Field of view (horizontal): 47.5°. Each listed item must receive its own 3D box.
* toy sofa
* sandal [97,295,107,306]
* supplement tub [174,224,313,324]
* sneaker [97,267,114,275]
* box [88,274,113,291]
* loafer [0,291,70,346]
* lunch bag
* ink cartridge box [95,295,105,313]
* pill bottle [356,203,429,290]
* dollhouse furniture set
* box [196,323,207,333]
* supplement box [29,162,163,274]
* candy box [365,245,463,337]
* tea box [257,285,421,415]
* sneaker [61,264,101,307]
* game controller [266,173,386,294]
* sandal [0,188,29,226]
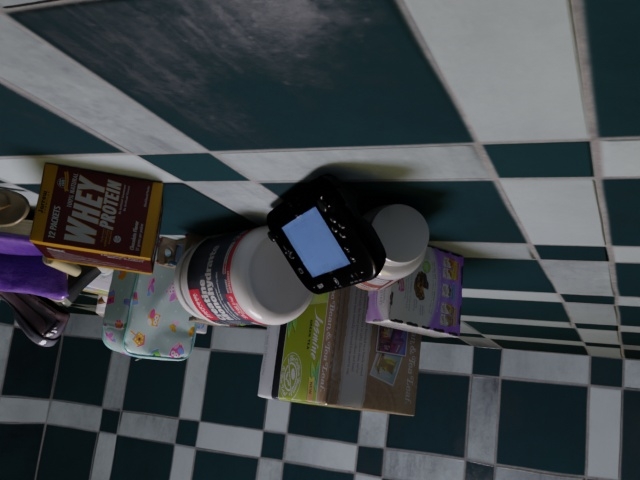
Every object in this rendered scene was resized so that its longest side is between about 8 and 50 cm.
[{"bbox_3d":[-0.708,0.019,1.549,0.362,0.177,0.150,6,167,4],"label":"toy sofa"},{"bbox_3d":[-0.561,0.114,2.131,0.265,0.102,0.076,-22,111,26],"label":"sandal"},{"bbox_3d":[-0.156,0.074,1.458,0.191,0.191,0.272,16,164,-37],"label":"supplement tub"},{"bbox_3d":[-0.559,0.033,1.749,0.228,0.088,0.092,-8,154,38],"label":"sneaker"},{"bbox_3d":[-0.594,0.091,1.982,0.114,0.103,0.203,-1,165,32],"label":"box"},{"bbox_3d":[-0.678,0.104,1.657,0.302,0.095,0.109,46,-168,13],"label":"loafer"},{"bbox_3d":[-0.382,0.146,1.701,0.107,0.279,0.224,2,170,39],"label":"lunch bag"},{"bbox_3d":[-0.681,0.224,2.602,0.353,0.119,0.207,9,168,-9],"label":"ink cartridge box"},{"bbox_3d":[0.104,0.010,1.184,0.121,0.121,0.216,8,167,-6],"label":"pill bottle"},{"bbox_3d":[-0.286,0.089,1.612,0.128,0.184,0.129,16,165,-37],"label":"dollhouse furniture set"},{"bbox_3d":[-0.349,0.133,1.846,0.145,0.186,0.038,14,166,-28],"label":"box"},{"bbox_3d":[-0.373,-0.030,1.246,0.191,0.129,0.194,9,168,-10],"label":"supplement box"},{"bbox_3d":[0.186,0.093,1.413,0.196,0.165,0.070,17,163,-36],"label":"candy box"},{"bbox_3d":[0.044,0.194,1.570,0.219,0.329,0.323,14,165,-28],"label":"tea box"},{"bbox_3d":[-0.590,0.081,1.711,0.222,0.118,0.083,22,148,53],"label":"sneaker"},{"bbox_3d":[0.000,0.000,1.141,0.067,0.167,0.319,-23,179,-21],"label":"game controller"},{"bbox_3d":[-0.634,-0.068,1.342,0.180,0.072,0.049,14,-172,-12],"label":"sandal"}]
